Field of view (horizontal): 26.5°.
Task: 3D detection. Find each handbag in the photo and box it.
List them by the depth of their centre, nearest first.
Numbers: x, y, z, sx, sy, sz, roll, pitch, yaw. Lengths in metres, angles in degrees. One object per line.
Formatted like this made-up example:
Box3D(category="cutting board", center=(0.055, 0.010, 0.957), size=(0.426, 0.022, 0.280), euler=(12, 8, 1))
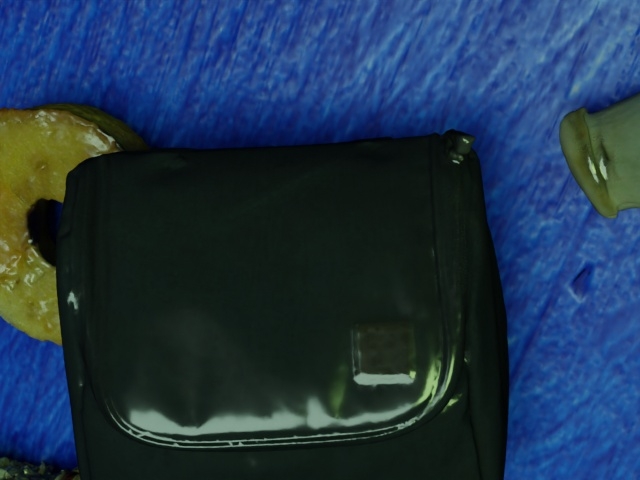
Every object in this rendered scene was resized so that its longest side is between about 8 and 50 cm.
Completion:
Box3D(category="handbag", center=(-0.024, 0.073, 0.895), size=(0.302, 0.178, 0.275), euler=(-1, 126, 5))

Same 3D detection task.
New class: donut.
Box3D(category="donut", center=(-0.189, -0.019, 1.022), size=(0.174, 0.074, 0.190), euler=(-6, 109, 19))

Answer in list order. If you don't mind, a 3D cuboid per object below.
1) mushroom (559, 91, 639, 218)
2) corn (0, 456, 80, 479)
Box3D(category="mushroom", center=(0.324, -0.059, 0.832), size=(0.351, 0.097, 0.109), euler=(5, 103, 21))
Box3D(category="corn", center=(-0.239, 0.222, 1.099), size=(0.290, 0.098, 0.098), euler=(-2, 106, 18))
